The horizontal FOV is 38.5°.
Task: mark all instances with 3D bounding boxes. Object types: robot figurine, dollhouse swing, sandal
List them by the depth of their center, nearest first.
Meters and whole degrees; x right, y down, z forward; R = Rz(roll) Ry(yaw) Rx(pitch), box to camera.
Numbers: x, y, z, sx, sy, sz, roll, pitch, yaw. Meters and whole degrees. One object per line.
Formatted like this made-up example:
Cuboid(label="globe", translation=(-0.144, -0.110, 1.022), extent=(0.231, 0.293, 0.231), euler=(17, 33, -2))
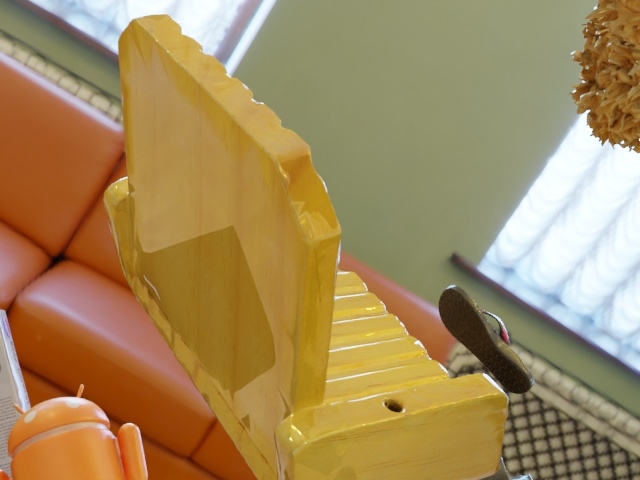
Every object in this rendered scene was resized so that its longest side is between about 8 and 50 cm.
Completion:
Cuboid(label="dollhouse swing", translation=(0.000, 0.000, 0.781), extent=(0.315, 0.305, 0.347), euler=(-5, 36, -36))
Cuboid(label="robot figurine", translation=(-0.303, 0.284, 1.101), extent=(0.128, 0.158, 0.219), euler=(18, 44, -55))
Cuboid(label="sandal", translation=(0.221, 0.127, 1.217), extent=(0.179, 0.067, 0.040), euler=(50, 54, -10))

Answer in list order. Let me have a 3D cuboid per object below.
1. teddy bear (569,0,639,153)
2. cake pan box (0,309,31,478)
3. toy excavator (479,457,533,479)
Cuboid(label="teddy bear", translation=(0.221, -0.149, 0.471), extent=(0.113, 0.245, 0.338), euler=(49, -1, 12))
Cuboid(label="cake pan box", translation=(-0.532, 0.243, 1.238), extent=(0.070, 0.267, 0.245), euler=(139, -66, -81))
Cuboid(label="toy excavator", translation=(0.222, 0.566, 1.434), extent=(0.222, 0.445, 0.433), euler=(-13, 2, -5))
